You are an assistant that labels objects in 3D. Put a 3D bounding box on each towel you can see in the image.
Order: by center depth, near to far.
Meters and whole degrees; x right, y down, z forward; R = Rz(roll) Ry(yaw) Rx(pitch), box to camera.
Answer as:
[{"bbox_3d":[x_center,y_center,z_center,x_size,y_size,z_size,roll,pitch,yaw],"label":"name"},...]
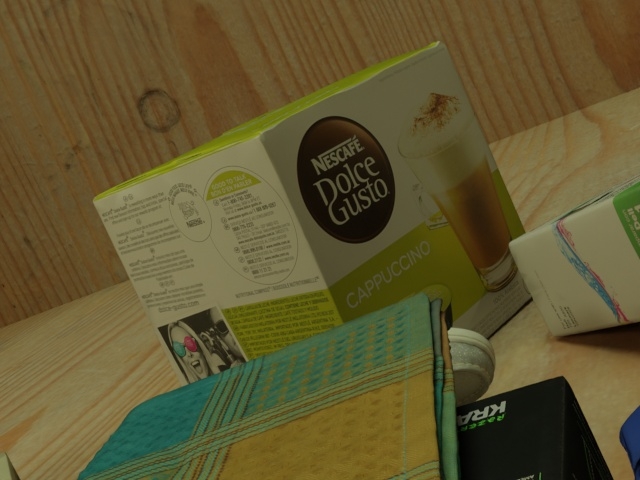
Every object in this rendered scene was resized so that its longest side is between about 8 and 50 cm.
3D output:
[{"bbox_3d":[-0.047,0.141,0.538,0.271,0.040,0.370,-22,10,10],"label":"towel"}]

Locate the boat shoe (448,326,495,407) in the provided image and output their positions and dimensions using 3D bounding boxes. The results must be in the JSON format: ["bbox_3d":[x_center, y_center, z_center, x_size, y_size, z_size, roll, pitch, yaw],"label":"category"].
[{"bbox_3d":[0.016,0.177,0.865,0.320,0.118,0.103,-20,48,6],"label":"boat shoe"}]

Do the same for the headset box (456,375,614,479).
[{"bbox_3d":[0.031,0.217,0.463,0.246,0.131,0.283,-24,9,21],"label":"headset box"}]

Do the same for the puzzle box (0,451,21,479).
[{"bbox_3d":[-0.422,0.317,0.734,0.409,0.052,0.272,-28,10,-18],"label":"puzzle box"}]

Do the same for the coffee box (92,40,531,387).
[{"bbox_3d":[0.000,0.000,1.140,0.338,0.334,0.338,-14,14,47],"label":"coffee box"}]

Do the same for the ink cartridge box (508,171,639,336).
[{"bbox_3d":[0.334,-0.013,0.880,0.201,0.117,0.278,-26,-4,-17],"label":"ink cartridge box"}]

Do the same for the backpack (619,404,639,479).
[{"bbox_3d":[0.242,0.114,0.534,0.120,0.101,0.098,-50,8,16],"label":"backpack"}]
